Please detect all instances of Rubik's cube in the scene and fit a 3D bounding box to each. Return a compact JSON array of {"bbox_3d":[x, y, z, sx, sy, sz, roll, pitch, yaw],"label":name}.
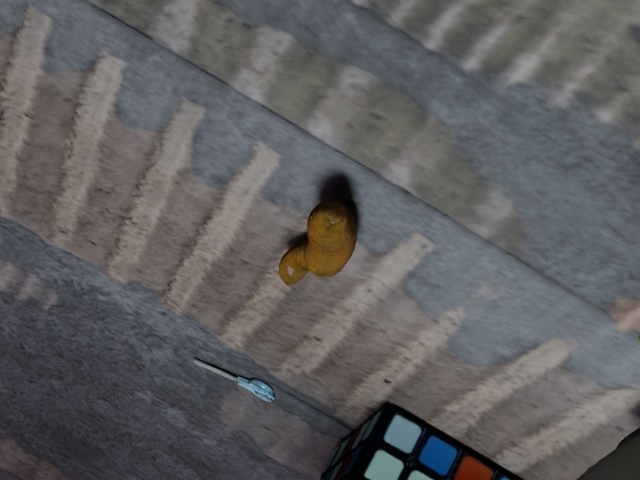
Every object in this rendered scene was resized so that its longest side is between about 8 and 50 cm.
[{"bbox_3d":[0.072,0.275,1.689,0.187,0.182,0.184,31,158,-6],"label":"Rubik's cube"}]

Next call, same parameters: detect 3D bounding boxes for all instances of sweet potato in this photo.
[{"bbox_3d":[0.003,0.004,1.380,0.044,0.044,0.179,29,164,0],"label":"sweet potato"}]

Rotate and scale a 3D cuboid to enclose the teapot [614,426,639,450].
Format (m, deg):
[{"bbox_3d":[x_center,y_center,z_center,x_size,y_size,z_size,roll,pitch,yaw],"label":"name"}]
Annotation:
[{"bbox_3d":[0.261,0.183,1.349,0.130,0.119,0.165,32,157,-8],"label":"teapot"}]

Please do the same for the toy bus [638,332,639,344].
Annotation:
[{"bbox_3d":[0.269,0.064,1.128,0.175,0.088,0.101,35,157,-16],"label":"toy bus"}]

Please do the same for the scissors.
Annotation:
[{"bbox_3d":[-0.078,0.123,1.774,0.083,0.006,0.036,22,158,17],"label":"scissors"}]

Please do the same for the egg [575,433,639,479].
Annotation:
[{"bbox_3d":[0.252,0.199,0.983,0.336,0.278,0.278,-1,147,22],"label":"egg"}]
